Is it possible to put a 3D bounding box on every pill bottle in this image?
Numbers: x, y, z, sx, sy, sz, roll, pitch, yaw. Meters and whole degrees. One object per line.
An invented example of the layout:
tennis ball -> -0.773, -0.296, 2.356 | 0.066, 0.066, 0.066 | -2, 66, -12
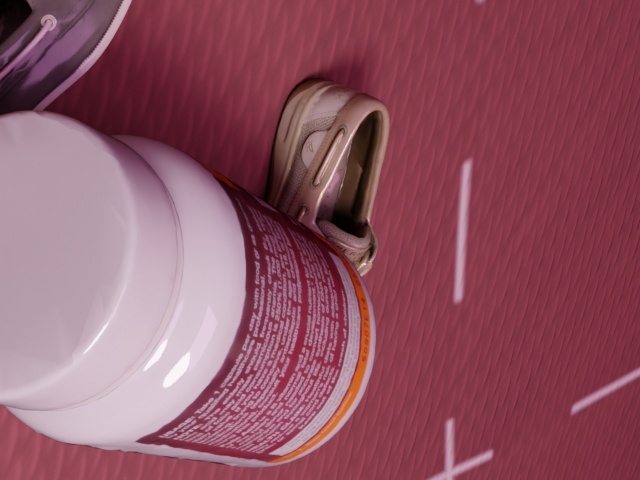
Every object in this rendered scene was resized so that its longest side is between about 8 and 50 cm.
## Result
pill bottle -> -0.123, 0.050, 0.954 | 0.224, 0.224, 0.392 | -63, 154, -2

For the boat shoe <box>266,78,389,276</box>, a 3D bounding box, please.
boat shoe -> 0.000, 0.000, 1.213 | 0.109, 0.098, 0.302 | -2, 109, -45

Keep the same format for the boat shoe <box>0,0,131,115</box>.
boat shoe -> -0.242, -0.138, 0.894 | 0.335, 0.112, 0.095 | -55, 142, -6
